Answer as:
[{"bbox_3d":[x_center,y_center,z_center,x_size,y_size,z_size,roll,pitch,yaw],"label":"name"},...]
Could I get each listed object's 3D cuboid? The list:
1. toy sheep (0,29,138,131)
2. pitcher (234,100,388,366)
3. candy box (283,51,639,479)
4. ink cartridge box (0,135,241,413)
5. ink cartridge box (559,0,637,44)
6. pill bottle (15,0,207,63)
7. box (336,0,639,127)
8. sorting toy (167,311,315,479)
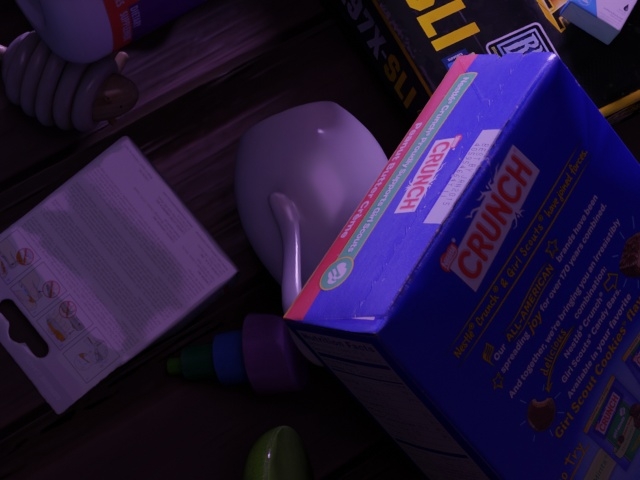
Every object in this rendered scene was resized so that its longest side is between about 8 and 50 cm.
[{"bbox_3d":[-0.206,-0.132,1.510,0.132,0.091,0.091,21,67,11],"label":"toy sheep"},{"bbox_3d":[0.000,0.000,1.466,0.125,0.178,0.207,-25,78,21],"label":"pitcher"},{"bbox_3d":[0.159,0.061,1.429,0.317,0.122,0.268,50,63,-30],"label":"candy box"},{"bbox_3d":[-0.175,0.029,1.493,0.179,0.045,0.145,-39,83,-4],"label":"ink cartridge box"},{"bbox_3d":[0.236,-0.207,1.547,0.048,0.028,0.083,31,67,-1],"label":"ink cartridge box"},{"bbox_3d":[-0.093,-0.279,1.439,0.323,0.181,0.181,-31,80,-13],"label":"pill bottle"},{"bbox_3d":[0.147,-0.226,1.591,0.257,0.079,0.322,-26,78,-18],"label":"box"},{"bbox_3d":[-0.072,0.232,1.419,0.126,0.127,0.365,-9,67,15],"label":"sorting toy"}]
